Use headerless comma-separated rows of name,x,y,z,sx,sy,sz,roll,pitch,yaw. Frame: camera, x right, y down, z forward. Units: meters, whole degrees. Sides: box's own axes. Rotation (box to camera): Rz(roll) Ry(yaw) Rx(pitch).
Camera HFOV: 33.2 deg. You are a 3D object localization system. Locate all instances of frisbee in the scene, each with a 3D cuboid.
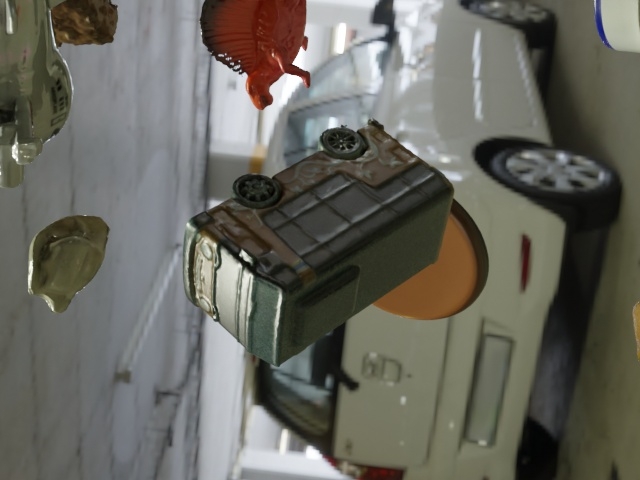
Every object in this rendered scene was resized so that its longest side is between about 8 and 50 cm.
frisbee,0.109,0.012,1.469,0.021,0.251,0.250,-52,-24,-43

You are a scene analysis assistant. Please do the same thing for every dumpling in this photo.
dumpling,-0.480,0.035,2.015,0.118,0.136,0.199,0,64,57

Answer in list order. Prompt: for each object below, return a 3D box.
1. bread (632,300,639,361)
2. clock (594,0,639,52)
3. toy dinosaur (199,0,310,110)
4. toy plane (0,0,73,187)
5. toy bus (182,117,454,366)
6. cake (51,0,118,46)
bread,0.391,0.151,0.962,0.270,0.148,0.270,60,174,10
clock,0.492,-0.396,1.612,0.230,0.083,0.230,-31,-51,-46
toy dinosaur,-0.068,-0.294,1.263,0.070,0.139,0.286,-115,33,-68
toy plane,-0.293,-0.171,1.033,0.252,0.118,0.252,-179,90,-70
toy bus,0.000,0.000,1.158,0.275,0.167,0.138,-30,-34,-32
cake,-0.392,-0.383,1.226,0.282,0.290,0.255,74,-165,-70
